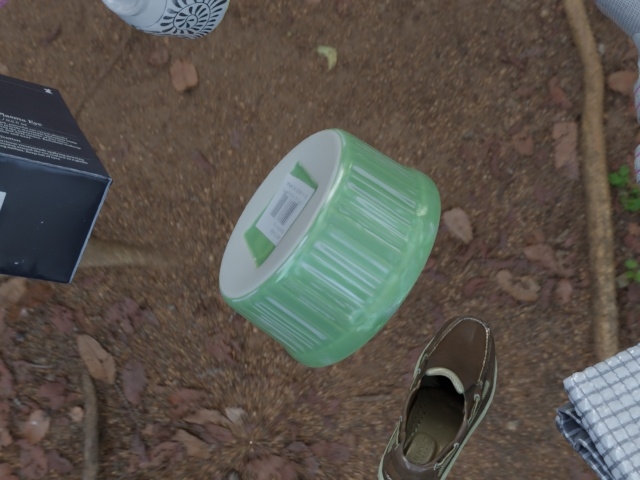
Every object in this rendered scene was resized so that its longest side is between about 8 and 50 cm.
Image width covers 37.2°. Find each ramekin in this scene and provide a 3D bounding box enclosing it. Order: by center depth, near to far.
[{"bbox_3d":[0.000,0.000,1.248,0.148,0.303,0.303,34,77,-22],"label":"ramekin"}]

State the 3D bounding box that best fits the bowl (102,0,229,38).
[{"bbox_3d":[-0.179,-0.276,0.965,0.170,0.170,0.080,46,47,6],"label":"bowl"}]

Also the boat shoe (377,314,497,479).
[{"bbox_3d":[0.143,0.172,1.059,0.095,0.095,0.257,18,50,11],"label":"boat shoe"}]

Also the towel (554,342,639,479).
[{"bbox_3d":[0.456,0.238,1.169,0.284,0.121,0.235,-21,61,-17],"label":"towel"}]

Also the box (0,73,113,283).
[{"bbox_3d":[-0.510,-0.114,1.307,0.343,0.312,0.178,12,114,-35],"label":"box"}]

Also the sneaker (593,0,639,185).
[{"bbox_3d":[0.239,-0.071,0.592,0.111,0.103,0.252,-36,70,11],"label":"sneaker"}]

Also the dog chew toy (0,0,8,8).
[{"bbox_3d":[-0.340,-0.280,0.762,0.207,0.332,0.206,0,91,-16],"label":"dog chew toy"}]
